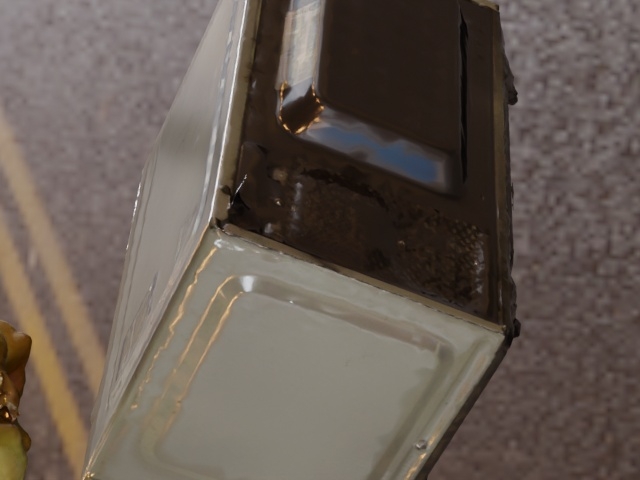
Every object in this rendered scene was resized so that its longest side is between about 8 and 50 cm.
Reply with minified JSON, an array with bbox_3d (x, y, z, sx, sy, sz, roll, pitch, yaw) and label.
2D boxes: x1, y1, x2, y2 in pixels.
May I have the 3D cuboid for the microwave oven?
[{"bbox_3d":[0.000,0.000,1.282,0.355,0.218,0.286,-85,20,-51],"label":"microwave oven"}]

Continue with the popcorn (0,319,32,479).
[{"bbox_3d":[-0.285,0.101,1.102,0.215,0.252,0.286,-50,42,44],"label":"popcorn"}]
